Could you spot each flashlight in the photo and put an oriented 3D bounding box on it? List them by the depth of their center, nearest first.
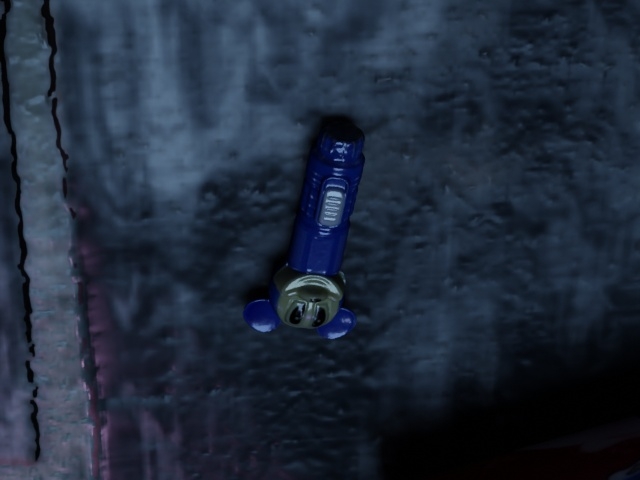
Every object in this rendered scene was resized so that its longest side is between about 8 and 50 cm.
[{"bbox_3d":[0.000,0.000,0.929,0.057,0.035,0.121,7,123,-10],"label":"flashlight"}]

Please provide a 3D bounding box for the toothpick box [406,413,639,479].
[{"bbox_3d":[0.212,0.176,0.975,0.333,0.204,0.204,-17,124,4],"label":"toothpick box"}]
